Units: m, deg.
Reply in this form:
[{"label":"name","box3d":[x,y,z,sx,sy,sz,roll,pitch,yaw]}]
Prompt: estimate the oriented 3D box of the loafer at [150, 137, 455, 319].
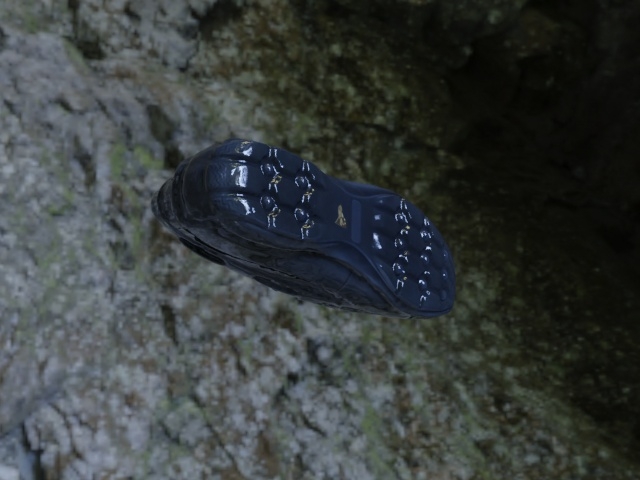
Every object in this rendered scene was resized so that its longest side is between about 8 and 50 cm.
[{"label":"loafer","box3d":[0.000,0.000,0.565,0.078,0.223,0.076,-14,-117,41]}]
